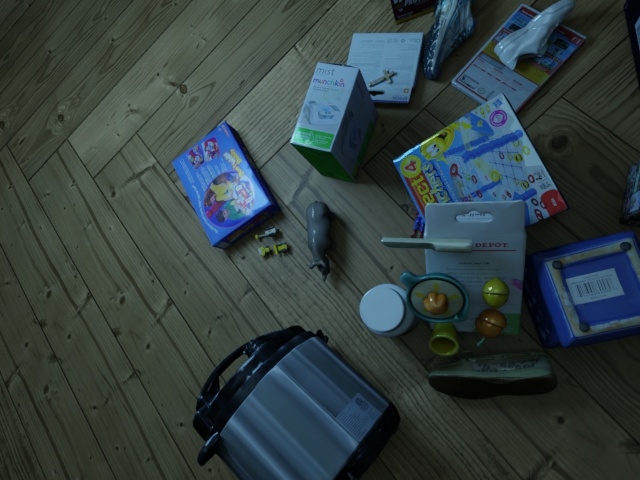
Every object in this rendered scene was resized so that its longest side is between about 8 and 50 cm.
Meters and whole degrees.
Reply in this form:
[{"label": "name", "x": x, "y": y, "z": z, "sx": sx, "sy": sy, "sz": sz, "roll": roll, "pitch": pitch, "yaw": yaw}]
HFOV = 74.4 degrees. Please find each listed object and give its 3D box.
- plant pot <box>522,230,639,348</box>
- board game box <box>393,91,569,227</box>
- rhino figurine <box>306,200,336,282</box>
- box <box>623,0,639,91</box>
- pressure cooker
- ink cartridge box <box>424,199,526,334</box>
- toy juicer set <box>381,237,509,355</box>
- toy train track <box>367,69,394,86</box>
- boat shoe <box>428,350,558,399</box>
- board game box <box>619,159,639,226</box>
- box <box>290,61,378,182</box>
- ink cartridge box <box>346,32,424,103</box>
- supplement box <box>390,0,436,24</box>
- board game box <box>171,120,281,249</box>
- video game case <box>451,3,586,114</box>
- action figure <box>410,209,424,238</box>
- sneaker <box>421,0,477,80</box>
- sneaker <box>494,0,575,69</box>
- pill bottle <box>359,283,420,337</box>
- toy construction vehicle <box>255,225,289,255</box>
[{"label": "plant pot", "x": 0.589, "y": 0.111, "z": 0.927, "sx": 0.236, "sy": 0.212, "sz": 0.235, "roll": -17, "pitch": 76, "yaw": 16}, {"label": "board game box", "x": 0.385, "y": -0.144, "z": 1.044, "sx": 0.302, "sy": 0.086, "sz": 0.308, "roll": -30, "pitch": 80, "yaw": 30}, {"label": "rhino figurine", "x": 0.000, "y": 0.000, "z": 1.211, "sx": 0.073, "sy": 0.106, "sz": 0.243, "roll": -6, "pitch": 78, "yaw": 19}, {"label": "box", "x": 0.900, "y": -0.491, "z": 0.946, "sx": 0.295, "sy": 0.183, "sz": 0.295, "roll": -6, "pitch": 80, "yaw": 19}, {"label": "pressure cooker", "x": -0.067, "y": 0.412, "z": 1.018, "sx": 0.421, "sy": 0.370, "sz": 0.375, "roll": 38, "pitch": 90, "yaw": 18}, {"label": "ink cartridge box", "x": 0.350, "y": 0.043, "z": 0.967, "sx": 0.207, "sy": 0.119, "sz": 0.353, "roll": 0, "pitch": 122, "yaw": 19}, {"label": "toy juicer set", "x": 0.286, "y": 0.114, "z": 0.904, "sx": 0.210, "sy": 0.089, "sz": 0.328, "roll": -18, "pitch": 115, "yaw": 29}, {"label": "toy train track", "x": 0.177, "y": -0.477, "z": 1.239, "sx": 0.083, "sy": 0.014, "sz": 0.048, "roll": -23, "pitch": 74, "yaw": 16}, {"label": "boat shoe", "x": 0.407, "y": 0.321, "z": 1.022, "sx": 0.286, "sy": 0.104, "sz": 0.089, "roll": -4, "pitch": 41, "yaw": 14}, {"label": "board game box", "x": 0.796, "y": -0.111, "z": 0.853, "sx": 0.232, "sy": 0.291, "sz": 0.140, "roll": 11, "pitch": 84, "yaw": 21}, {"label": "box", "x": 0.047, "y": -0.316, "z": 1.172, "sx": 0.127, "sy": 0.262, "sz": 0.230, "roll": 18, "pitch": 85, "yaw": 21}, {"label": "ink cartridge box", "x": 0.185, "y": -0.516, "z": 1.276, "sx": 0.224, "sy": 0.045, "sz": 0.223, "roll": 11, "pitch": 85, "yaw": 21}, {"label": "supplement box", "x": 0.249, "y": -0.789, "z": 1.225, "sx": 0.129, "sy": 0.194, "sz": 0.191, "roll": -13, "pitch": 76, "yaw": 17}, {"label": "board game box", "x": -0.311, "y": -0.179, "z": 1.369, "sx": 0.233, "sy": 0.078, "sz": 0.346, "roll": -34, "pitch": 71, "yaw": 11}, {"label": "video game case", "x": 0.537, "y": -0.489, "z": 1.158, "sx": 0.285, "sy": 0.025, "sz": 0.204, "roll": -48, "pitch": 69, "yaw": 6}, {"label": "action figure", "x": 0.279, "y": -0.062, "z": 1.168, "sx": 0.038, "sy": 0.030, "sz": 0.115, "roll": 13, "pitch": 82, "yaw": 25}, {"label": "sneaker", "x": 0.376, "y": -0.592, "z": 1.191, "sx": 0.122, "sy": 0.110, "sz": 0.282, "roll": 14, "pitch": 98, "yaw": -5}, {"label": "sneaker", "x": 0.576, "y": -0.535, "z": 1.108, "sx": 0.212, "sy": 0.080, "sz": 0.094, "roll": -34, "pitch": 82, "yaw": 18}, {"label": "pill bottle", "x": 0.173, "y": 0.175, "z": 1.051, "sx": 0.131, "sy": 0.229, "sz": 0.131, "roll": -4, "pitch": 78, "yaw": 19}, {"label": "toy construction vehicle", "x": -0.150, "y": 0.005, "z": 1.306, "sx": 0.098, "sy": 0.035, "sz": 0.085, "roll": -21, "pitch": 85, "yaw": 17}]
